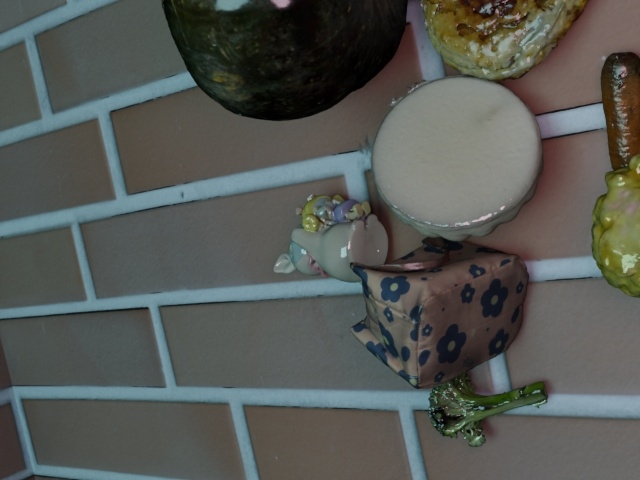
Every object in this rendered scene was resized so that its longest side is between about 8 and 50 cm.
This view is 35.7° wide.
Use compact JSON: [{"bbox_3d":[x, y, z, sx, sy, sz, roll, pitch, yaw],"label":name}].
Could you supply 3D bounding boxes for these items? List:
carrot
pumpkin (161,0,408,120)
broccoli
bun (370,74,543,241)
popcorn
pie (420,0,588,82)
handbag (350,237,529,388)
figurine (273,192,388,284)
[{"bbox_3d":[0.426,-0.172,1.392,0.060,0.060,0.186,7,111,40],"label":"carrot"},{"bbox_3d":[-0.059,-0.402,1.509,0.343,0.454,0.455,4,105,24],"label":"pumpkin"},{"bbox_3d":[0.276,0.266,1.633,0.204,0.118,0.122,-13,63,28],"label":"broccoli"},{"bbox_3d":[0.218,-0.107,1.530,0.263,0.175,0.263,-7,66,16],"label":"bun"},{"bbox_3d":[0.467,-0.032,1.277,0.259,0.259,0.212,-33,55,42],"label":"popcorn"},{"bbox_3d":[0.257,-0.370,1.447,0.308,0.085,0.308,-3,85,35],"label":"pie"},{"bbox_3d":[0.178,0.099,1.566,0.193,0.251,0.190,30,129,43],"label":"handbag"},{"bbox_3d":[0.000,0.000,1.776,0.235,0.127,0.155,4,123,44],"label":"figurine"}]
